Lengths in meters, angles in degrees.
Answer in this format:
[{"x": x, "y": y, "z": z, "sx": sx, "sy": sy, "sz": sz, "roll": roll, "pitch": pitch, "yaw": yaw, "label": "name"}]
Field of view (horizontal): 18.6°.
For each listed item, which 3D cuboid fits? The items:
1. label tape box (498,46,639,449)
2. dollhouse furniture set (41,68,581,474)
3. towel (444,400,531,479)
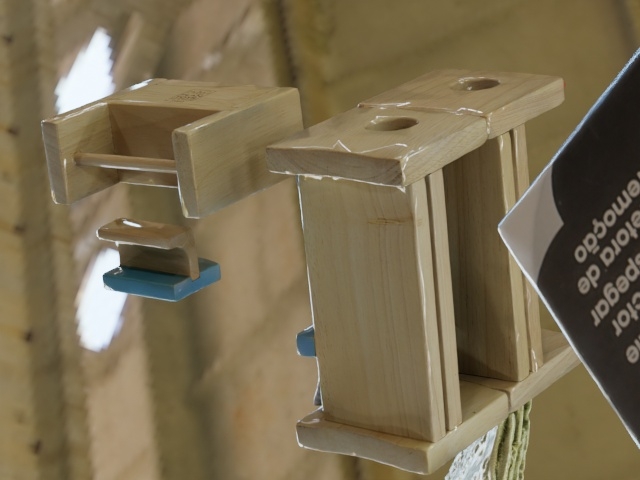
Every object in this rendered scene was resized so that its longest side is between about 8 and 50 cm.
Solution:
[{"x": 0.221, "y": 0.038, "z": 0.433, "sx": 0.249, "sy": 0.115, "sz": 0.348, "roll": -53, "pitch": -130, "yaw": 32, "label": "label tape box"}, {"x": 0.000, "y": 0.000, "z": 0.830, "sx": 0.183, "sy": 0.129, "sz": 0.129, "roll": 8, "pitch": -68, "yaw": 36, "label": "dollhouse furniture set"}, {"x": 0.086, "y": 0.145, "z": 1.084, "sx": 0.148, "sy": 0.027, "sz": 0.110, "roll": 108, "pitch": -2, "yaw": -50, "label": "towel"}]
